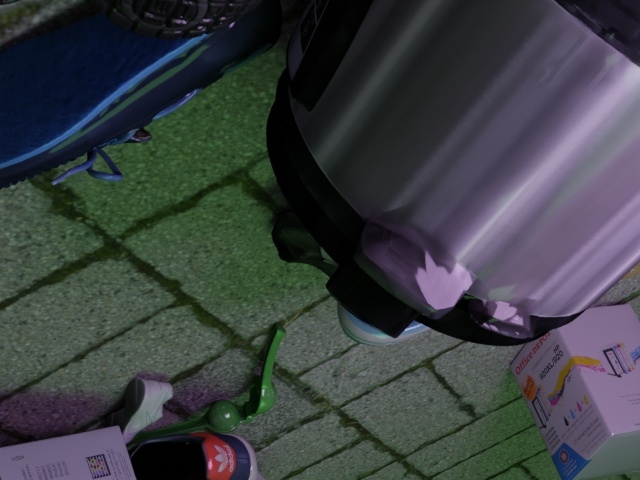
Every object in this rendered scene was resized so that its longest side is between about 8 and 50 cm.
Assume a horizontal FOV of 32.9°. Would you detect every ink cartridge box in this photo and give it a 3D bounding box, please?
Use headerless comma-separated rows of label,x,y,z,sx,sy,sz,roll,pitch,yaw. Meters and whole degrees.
ink cartridge box,-0.435,0.376,1.427,0.309,0.130,0.272,-36,159,34
ink cartridge box,0.454,0.249,1.783,0.168,0.232,0.171,-4,143,-24

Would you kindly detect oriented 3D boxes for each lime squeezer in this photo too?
lime squeezer,-0.135,0.236,1.565,0.310,0.058,0.110,-37,146,22

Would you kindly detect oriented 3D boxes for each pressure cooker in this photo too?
pressure cooker,0.158,-0.112,0.951,0.370,0.375,0.420,2,139,-39

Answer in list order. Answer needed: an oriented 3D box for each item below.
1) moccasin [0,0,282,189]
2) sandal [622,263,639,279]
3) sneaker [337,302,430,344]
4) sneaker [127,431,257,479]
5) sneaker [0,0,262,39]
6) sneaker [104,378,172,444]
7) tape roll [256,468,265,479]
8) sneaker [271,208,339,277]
moccasin,-0.179,-0.122,0.950,0.342,0.137,0.117,-25,152,4
sandal,0.417,0.043,1.605,0.240,0.079,0.088,10,135,-40
sneaker,0.107,0.062,1.311,0.319,0.127,0.208,-38,166,-39
sneaker,-0.271,0.346,1.533,0.350,0.131,0.148,-23,159,14
sneaker,-0.164,-0.234,0.797,0.286,0.130,0.109,7,155,-33
sneaker,-0.254,0.247,1.510,0.061,0.053,0.152,4,138,-40
tape roll,-0.166,0.474,1.715,0.169,0.246,0.246,-30,147,9
sneaker,0.000,0.000,1.295,0.106,0.078,0.234,11,172,13
